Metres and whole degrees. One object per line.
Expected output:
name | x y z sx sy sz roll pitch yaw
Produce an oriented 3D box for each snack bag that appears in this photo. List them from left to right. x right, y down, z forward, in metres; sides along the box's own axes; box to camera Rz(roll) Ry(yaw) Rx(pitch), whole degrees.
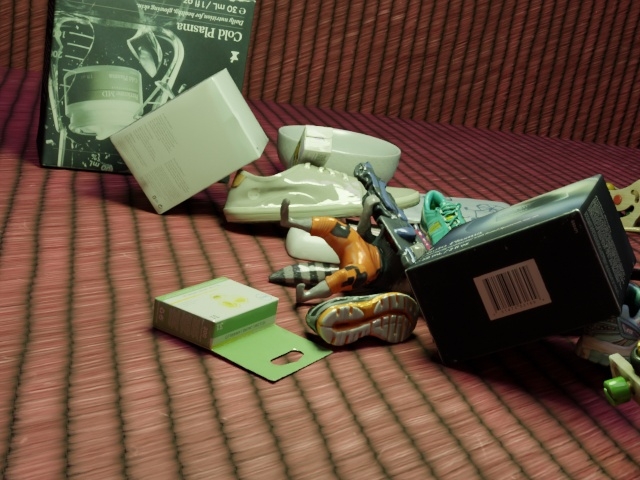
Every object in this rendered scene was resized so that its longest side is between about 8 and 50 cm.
snack bag | 0.357 -0.064 2.258 0.342 0.037 0.323 7 17 -2

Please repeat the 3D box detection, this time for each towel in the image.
towel | 0.125 -0.014 1.926 0.144 0.029 0.197 11 6 -2

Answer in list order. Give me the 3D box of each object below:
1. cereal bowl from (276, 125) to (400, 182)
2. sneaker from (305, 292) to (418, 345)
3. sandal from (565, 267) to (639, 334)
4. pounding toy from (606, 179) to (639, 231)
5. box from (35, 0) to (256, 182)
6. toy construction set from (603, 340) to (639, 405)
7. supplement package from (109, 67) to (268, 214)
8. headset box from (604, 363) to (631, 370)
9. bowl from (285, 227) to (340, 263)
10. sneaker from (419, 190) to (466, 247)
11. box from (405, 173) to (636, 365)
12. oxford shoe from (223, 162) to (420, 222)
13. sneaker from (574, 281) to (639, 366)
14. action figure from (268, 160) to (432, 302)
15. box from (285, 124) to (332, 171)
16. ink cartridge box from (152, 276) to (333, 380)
cereal bowl | 0.041 -0.209 2.360 0.339 0.141 0.339 9 18 -3
sneaker | 0.071 0.122 1.430 0.215 0.084 0.083 2 6 -35
sandal | 0.566 0.114 1.680 0.445 0.107 0.167 2 18 -22
pounding toy | 0.868 -0.108 2.486 0.155 0.154 0.269 0 19 -31
box | -0.456 -0.427 2.216 0.480 0.472 0.297 4 19 -21
toy construction set | 0.510 0.247 1.142 0.237 0.257 0.309 -12 44 -9
supplement package | -0.283 -0.224 1.933 0.262 0.199 0.198 -28 14 10
headset box | 0.517 0.203 1.497 0.083 0.032 0.062 -5 22 -44
bowl | 0.000 0.000 1.822 0.142 0.053 0.142 7 18 -8
sneaker | 0.288 -0.031 1.965 0.107 0.110 0.275 -8 24 -14
box | 0.338 0.041 1.438 0.296 0.183 0.294 -21 4 27
oxford shoe | 0.008 -0.107 1.920 0.449 0.130 0.169 -2 -3 -13
sneaker | 0.528 0.127 1.481 0.110 0.122 0.283 20 19 27
action figure | 0.072 0.006 1.654 0.330 0.178 0.341 7 41 -27
box | -0.037 -0.172 2.030 0.067 0.063 0.324 7 -19 -10
ink cartridge box | -0.116 0.130 1.342 0.235 0.056 0.171 18 18 29
